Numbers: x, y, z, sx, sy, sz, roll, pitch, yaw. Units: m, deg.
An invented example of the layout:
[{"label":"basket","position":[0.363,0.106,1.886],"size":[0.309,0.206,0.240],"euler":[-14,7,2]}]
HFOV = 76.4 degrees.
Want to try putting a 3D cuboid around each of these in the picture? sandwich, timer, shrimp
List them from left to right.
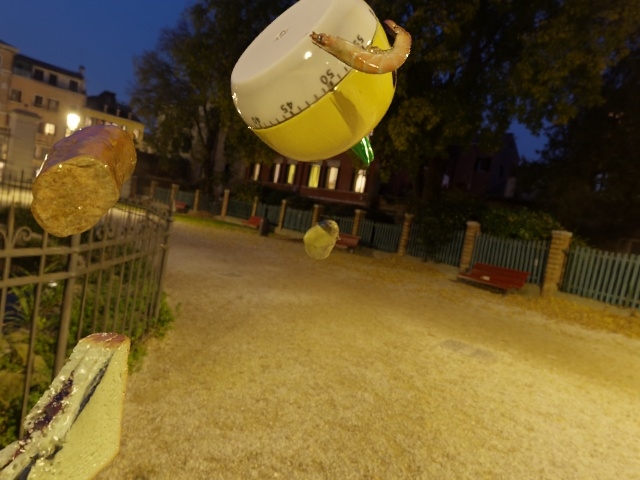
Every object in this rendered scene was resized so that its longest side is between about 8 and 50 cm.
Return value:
[{"label":"sandwich","position":[-0.478,0.342,0.765],"size":[0.100,0.288,0.254],"euler":[12,6,16]},{"label":"timer","position":[0.015,-0.234,0.689],"size":[0.285,0.285,0.285],"euler":[10,3,-1]},{"label":"shrimp","position":[0.047,-0.222,0.453],"size":[0.114,0.083,0.023],"euler":[27,-23,18]}]

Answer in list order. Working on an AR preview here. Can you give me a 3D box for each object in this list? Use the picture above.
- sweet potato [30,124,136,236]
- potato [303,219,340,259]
[{"label":"sweet potato","position":[-0.479,-0.155,0.855],"size":[0.158,0.158,0.369],"euler":[9,31,-17]},{"label":"potato","position":[0.000,0.000,1.202],"size":[0.105,0.085,0.188],"euler":[-14,-24,-8]}]
